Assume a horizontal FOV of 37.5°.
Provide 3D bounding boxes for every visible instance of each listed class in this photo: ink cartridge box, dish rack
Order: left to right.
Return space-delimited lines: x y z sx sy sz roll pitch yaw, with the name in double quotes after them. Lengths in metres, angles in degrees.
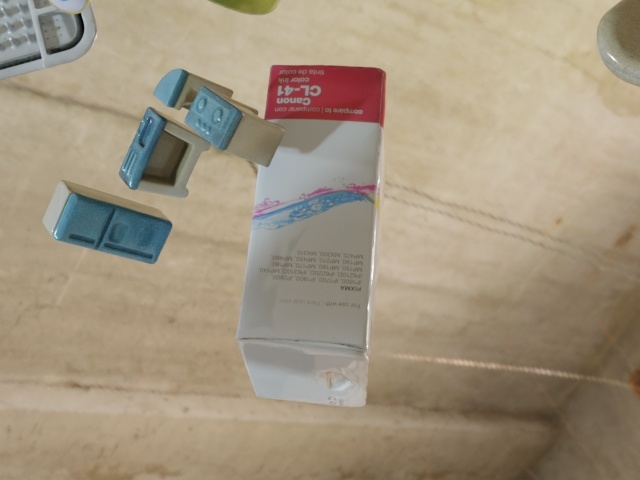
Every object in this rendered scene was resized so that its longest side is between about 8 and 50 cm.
-0.519 -0.365 1.430 0.072 0.333 0.285 111 143 -84 "dish rack"
0.000 0.000 1.005 0.131 0.226 0.306 5 -114 5 "ink cartridge box"

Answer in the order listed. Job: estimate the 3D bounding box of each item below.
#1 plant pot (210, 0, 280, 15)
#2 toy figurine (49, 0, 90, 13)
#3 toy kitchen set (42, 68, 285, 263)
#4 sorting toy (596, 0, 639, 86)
-0.076 -0.452 1.034 0.275 0.293 0.274 31 -151 -20 "plant pot"
-0.221 -0.304 0.508 0.363 0.191 0.217 37 179 -5 "toy figurine"
-0.157 -0.060 0.923 0.122 0.207 0.166 17 -166 -38 "toy kitchen set"
0.223 -0.071 0.325 0.229 0.041 0.307 16 -138 42 "sorting toy"
